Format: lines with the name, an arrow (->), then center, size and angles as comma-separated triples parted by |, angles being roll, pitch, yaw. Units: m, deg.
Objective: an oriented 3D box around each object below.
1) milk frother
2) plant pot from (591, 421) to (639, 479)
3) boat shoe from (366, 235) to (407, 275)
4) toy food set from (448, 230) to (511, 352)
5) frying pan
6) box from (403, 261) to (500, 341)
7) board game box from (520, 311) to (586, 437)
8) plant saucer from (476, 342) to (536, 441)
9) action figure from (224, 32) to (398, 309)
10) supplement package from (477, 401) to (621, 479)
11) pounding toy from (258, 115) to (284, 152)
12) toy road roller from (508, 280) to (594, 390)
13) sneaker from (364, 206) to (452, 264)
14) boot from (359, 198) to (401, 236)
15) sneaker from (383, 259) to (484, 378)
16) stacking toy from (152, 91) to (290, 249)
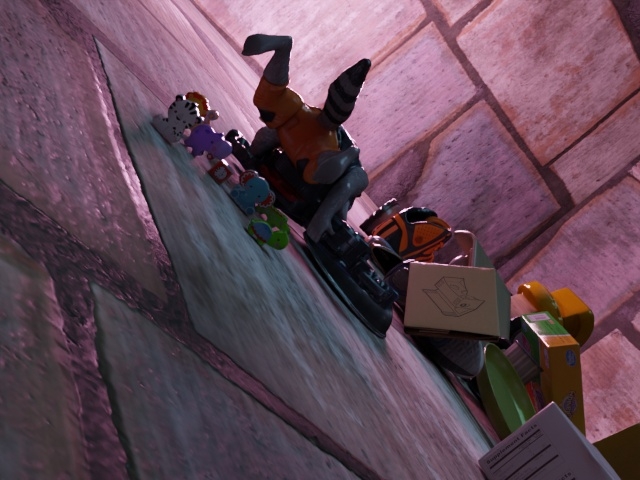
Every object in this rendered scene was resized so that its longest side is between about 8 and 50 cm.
milk frother -> 0.349, 0.251, 1.805 | 0.129, 0.135, 0.143 | 51, 6, 32
plant pot -> 0.536, 0.465, 1.634 | 0.187, 0.212, 0.212 | 66, 13, 22
boat shoe -> 0.171, 0.069, 1.996 | 0.183, 0.066, 0.066 | 39, 13, -8
toy food set -> 0.348, 0.155, 2.046 | 0.219, 0.092, 0.306 | 52, 37, -37
frying pan -> 0.011, 0.009, 1.349 | 0.326, 0.053, 0.197 | 56, 8, 22
box -> 0.238, 0.108, 1.625 | 0.201, 0.165, 0.021 | -76, 168, -57
board game box -> 0.495, 0.335, 1.905 | 0.242, 0.064, 0.316 | -93, 176, -80
plant saucer -> 0.347, 0.308, 1.667 | 0.241, 0.037, 0.241 | 49, 25, -33
action figure -> 0.023, -0.089, 1.173 | 0.341, 0.178, 0.330 | 47, -6, 13
supplement package -> 0.330, 0.350, 1.135 | 0.139, 0.134, 0.244 | 45, 8, -31
pounding toy -> -0.050, -0.168, 1.748 | 0.206, 0.094, 0.181 | 38, 15, -18
toy road roller -> 0.547, 0.256, 2.234 | 0.202, 0.241, 0.329 | -118, -166, -60
sneaker -> 0.256, 0.045, 2.138 | 0.321, 0.180, 0.124 | 44, 9, -41
boot -> 0.221, 0.026, 2.287 | 0.222, 0.118, 0.338 | 53, 7, 15
sneaker -> 0.230, 0.156, 1.708 | 0.129, 0.111, 0.297 | 52, 5, -41
stacking toy -> -0.104, -0.087, 1.083 | 0.221, 0.052, 0.167 | 49, 7, -7
